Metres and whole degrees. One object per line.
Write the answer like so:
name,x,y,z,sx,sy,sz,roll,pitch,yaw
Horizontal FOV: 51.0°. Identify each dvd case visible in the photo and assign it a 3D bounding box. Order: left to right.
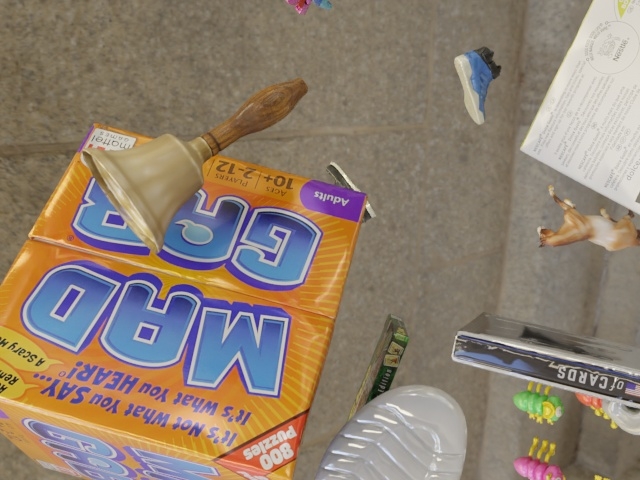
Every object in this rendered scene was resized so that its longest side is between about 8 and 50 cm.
dvd case,0.242,0.105,0.559,0.179,0.239,0.029,4,97,-70

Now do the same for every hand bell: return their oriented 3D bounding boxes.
hand bell,-0.110,-0.106,0.710,0.242,0.126,0.126,-37,126,-19

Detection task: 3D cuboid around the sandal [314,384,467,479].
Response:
sandal,0.054,0.377,0.908,0.416,0.170,0.102,-62,174,-1

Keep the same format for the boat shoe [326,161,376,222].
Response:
boat shoe,0.061,-0.125,1.762,0.079,0.233,0.084,-37,138,7

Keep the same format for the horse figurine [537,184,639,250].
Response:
horse figurine,0.587,-0.033,1.427,0.174,0.264,0.066,-79,-177,-50

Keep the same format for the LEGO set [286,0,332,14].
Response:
LEGO set,-0.002,-0.451,1.037,0.093,0.087,0.227,4,131,-38

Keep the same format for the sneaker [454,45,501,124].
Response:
sneaker,0.329,-0.312,1.343,0.085,0.058,0.152,-25,117,-1

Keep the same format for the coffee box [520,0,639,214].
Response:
coffee box,0.554,-0.215,0.939,0.338,0.334,0.338,-15,132,-48

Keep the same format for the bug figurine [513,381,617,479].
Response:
bug figurine,0.419,0.342,1.109,0.072,0.216,0.278,-7,97,-44

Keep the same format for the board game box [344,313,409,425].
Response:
board game box,0.073,0.247,1.029,0.136,0.030,0.259,-41,152,-84

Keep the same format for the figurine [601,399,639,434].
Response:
figurine,0.554,0.230,0.962,0.210,0.215,0.092,-16,116,-36

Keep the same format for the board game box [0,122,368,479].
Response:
board game box,-0.170,0.129,0.881,0.356,0.357,0.356,100,6,-59
